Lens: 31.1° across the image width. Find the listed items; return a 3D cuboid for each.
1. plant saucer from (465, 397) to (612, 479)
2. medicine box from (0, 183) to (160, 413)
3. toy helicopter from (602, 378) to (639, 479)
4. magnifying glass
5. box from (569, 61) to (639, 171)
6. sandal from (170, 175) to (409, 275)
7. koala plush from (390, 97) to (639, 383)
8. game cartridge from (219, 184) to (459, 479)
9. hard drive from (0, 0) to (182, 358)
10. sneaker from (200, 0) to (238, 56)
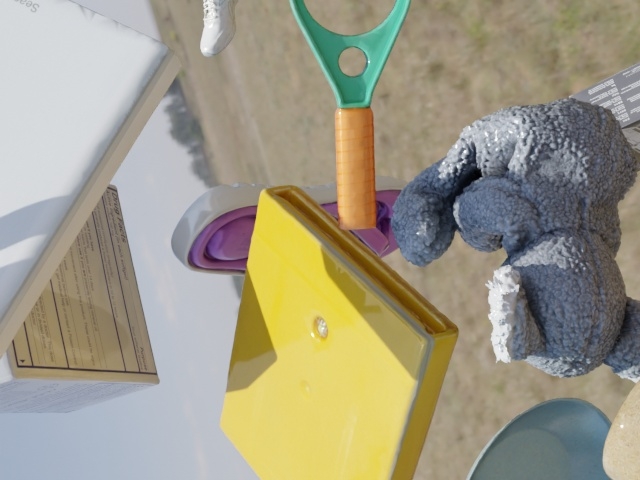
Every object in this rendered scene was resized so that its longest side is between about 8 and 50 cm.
[{"bbox_3d":[0.177,0.221,0.972,0.037,0.195,0.195,20,130,55],"label":"plant saucer"},{"bbox_3d":[-0.342,0.056,1.324,0.289,0.149,0.263,19,-126,-66],"label":"medicine box"},{"bbox_3d":[0.280,0.020,0.645,0.140,0.355,0.235,35,142,32],"label":"toy helicopter"},{"bbox_3d":[0.024,-0.123,0.851,0.026,0.092,0.231,-113,20,-77],"label":"magnifying glass"},{"bbox_3d":[0.516,-0.204,1.536,0.242,0.307,0.076,13,-125,-61],"label":"box"},{"bbox_3d":[-0.007,0.011,1.437,0.102,0.416,0.169,54,128,29],"label":"sandal"},{"bbox_3d":[0.188,0.017,0.952,0.203,0.196,0.221,-53,30,41],"label":"koala plush"},{"bbox_3d":[0.004,0.148,1.176,0.285,0.053,0.323,43,133,41],"label":"game cartridge"},{"bbox_3d":[-0.304,-0.054,0.980,0.233,0.353,0.047,27,170,20],"label":"hard drive"},{"bbox_3d":[-0.146,-0.332,1.620,0.061,0.054,0.152,31,-110,-47],"label":"sneaker"}]
